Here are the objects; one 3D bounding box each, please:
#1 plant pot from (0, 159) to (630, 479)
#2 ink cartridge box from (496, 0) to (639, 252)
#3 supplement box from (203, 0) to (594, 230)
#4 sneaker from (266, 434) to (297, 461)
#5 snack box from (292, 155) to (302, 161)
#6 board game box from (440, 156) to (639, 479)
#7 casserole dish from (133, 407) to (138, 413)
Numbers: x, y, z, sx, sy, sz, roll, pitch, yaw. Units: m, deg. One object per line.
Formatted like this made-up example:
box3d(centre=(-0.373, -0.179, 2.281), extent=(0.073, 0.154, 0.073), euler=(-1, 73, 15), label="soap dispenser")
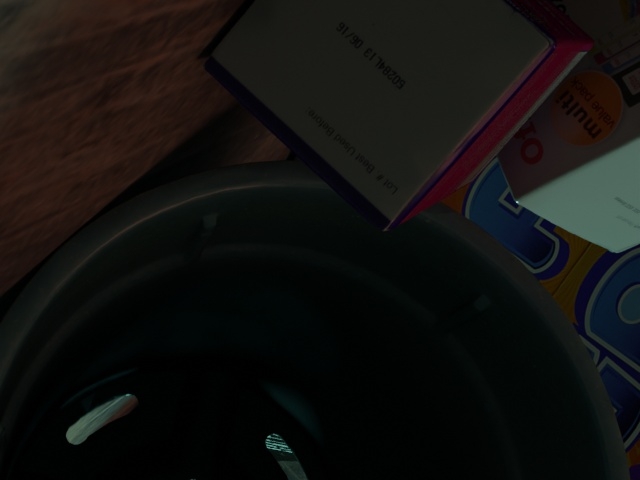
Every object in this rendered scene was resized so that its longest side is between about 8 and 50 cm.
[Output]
box3d(centre=(-0.050, 0.166, 0.799), extent=(0.341, 0.341, 0.334), euler=(-44, -179, -23), label="plant pot")
box3d(centre=(0.221, -0.125, 0.839), extent=(0.232, 0.171, 0.168), euler=(-28, 154, 25), label="ink cartridge box")
box3d(centre=(0.050, -0.092, 0.674), extent=(0.114, 0.111, 0.220), euler=(-49, 174, 15), label="supplement box")
box3d(centre=(-0.062, 0.153, 1.419), extent=(0.330, 0.122, 0.146), euler=(-25, -130, 64), label="sneaker")
box3d(centre=(0.054, -0.074, 1.006), extent=(0.207, 0.070, 0.174), euler=(-43, 172, -39), label="snack box")
box3d(centre=(0.222, 0.031, 1.294), extent=(0.356, 0.356, 0.356), euler=(-53, 174, -3), label="board game box")
box3d(centre=(-0.133, 0.146, 1.326), extent=(0.188, 0.037, 0.114), euler=(-49, 173, 20), label="casserole dish")
